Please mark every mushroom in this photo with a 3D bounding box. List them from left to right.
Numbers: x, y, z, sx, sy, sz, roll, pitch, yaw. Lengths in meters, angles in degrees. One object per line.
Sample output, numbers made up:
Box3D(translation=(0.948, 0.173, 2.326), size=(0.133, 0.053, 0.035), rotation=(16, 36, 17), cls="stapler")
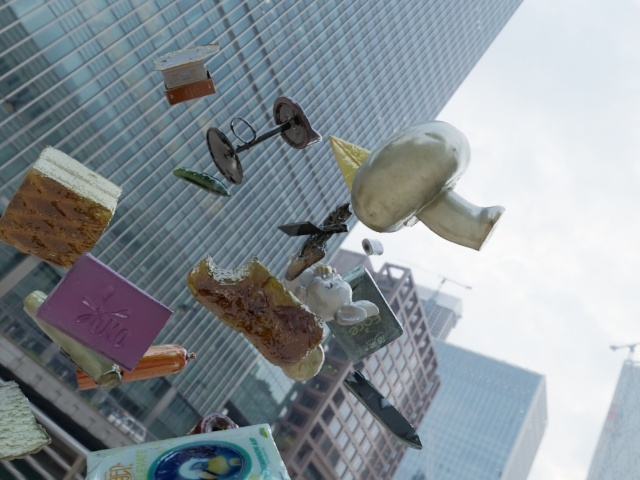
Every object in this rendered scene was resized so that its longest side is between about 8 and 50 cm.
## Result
Box3D(translation=(-0.612, 0.250, 1.316), size=(0.312, 0.081, 0.100), rotation=(46, -43, -1), cls="mushroom")
Box3D(translation=(-0.070, 0.423, 1.900), size=(0.127, 0.166, 0.166), rotation=(13, -36, 56), cls="mushroom")
Box3D(translation=(0.237, -0.146, 1.227), size=(0.356, 0.315, 0.315), rotation=(4, -43, 45), cls="mushroom")

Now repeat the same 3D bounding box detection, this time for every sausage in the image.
Box3D(translation=(-0.505, 0.342, 1.459), size=(0.093, 0.312, 0.093), rotation=(175, -90, -67), cls="sausage")

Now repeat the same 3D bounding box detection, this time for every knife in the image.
Box3D(translation=(-0.027, -0.034, 1.465), size=(0.245, 0.019, 0.072), rotation=(-6, -30, 44), cls="knife")

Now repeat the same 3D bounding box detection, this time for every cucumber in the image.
Box3D(translation=(-0.392, -0.199, 1.768), size=(0.250, 0.056, 0.056), rotation=(25, -32, 16), cls="cucumber")

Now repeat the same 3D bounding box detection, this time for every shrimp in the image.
Box3D(translation=(0.000, 0.000, 1.473), size=(0.054, 0.290, 0.222), rotation=(41, -7, -7), cls="shrimp")

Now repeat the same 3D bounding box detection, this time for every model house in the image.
Box3D(translation=(-0.400, -0.518, 1.659), size=(0.207, 0.219, 0.136), rotation=(-119, -166, -56), cls="model house")

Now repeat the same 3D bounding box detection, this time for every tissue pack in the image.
Box3D(translation=(-0.257, 0.511, 1.032), size=(0.287, 0.387, 0.162), rotation=(-152, -120, -69), cls="tissue pack")
Box3D(translation=(0.134, 0.266, 1.904), size=(0.316, 0.228, 0.103), rotation=(57, 1, -25), cls="tissue pack")

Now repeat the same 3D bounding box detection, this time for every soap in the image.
Box3D(translation=(-0.507, 0.174, 1.255), size=(0.259, 0.181, 0.081), rotation=(42, -21, -22), cls="soap")

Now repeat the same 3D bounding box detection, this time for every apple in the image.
Box3D(translation=(-0.313, 0.595, 1.534), size=(0.158, 0.156, 0.147), rotation=(-64, -144, 39), cls="apple")

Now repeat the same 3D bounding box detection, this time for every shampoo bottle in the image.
Box3D(translation=(0.208, 0.026, 2.060), size=(0.043, 0.099, 0.072), rotation=(-36, -113, 32), cls="shampoo bottle")

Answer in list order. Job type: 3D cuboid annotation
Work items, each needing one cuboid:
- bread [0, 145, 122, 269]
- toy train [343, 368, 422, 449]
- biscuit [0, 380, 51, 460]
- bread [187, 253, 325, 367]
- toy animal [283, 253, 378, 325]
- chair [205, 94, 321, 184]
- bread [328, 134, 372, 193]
Box3D(translation=(-0.802, -0.091, 1.628), size=(0.279, 0.279, 0.207), rotation=(35, 18, -27), cls="bread")
Box3D(translation=(0.160, 0.440, 1.346), size=(0.252, 0.055, 0.048), rotation=(43, -30, 25), cls="toy train")
Box3D(translation=(-0.882, 0.510, 1.448), size=(0.273, 0.187, 0.036), rotation=(37, -52, 35), cls="biscuit")
Box3D(translation=(-0.154, 0.165, 1.336), size=(0.380, 0.185, 0.109), rotation=(45, 12, -23), cls="bread")
Box3D(translation=(0.012, 0.160, 1.595), size=(0.325, 0.154, 0.208), rotation=(33, 13, 20), cls="toy animal")
Box3D(translation=(-0.197, -0.389, 1.958), size=(0.226, 0.401, 0.227), rotation=(39, -33, 32), cls="chair")
Box3D(translation=(0.101, -0.225, 1.813), size=(0.264, 0.163, 0.168), rotation=(31, -10, 38), cls="bread")
